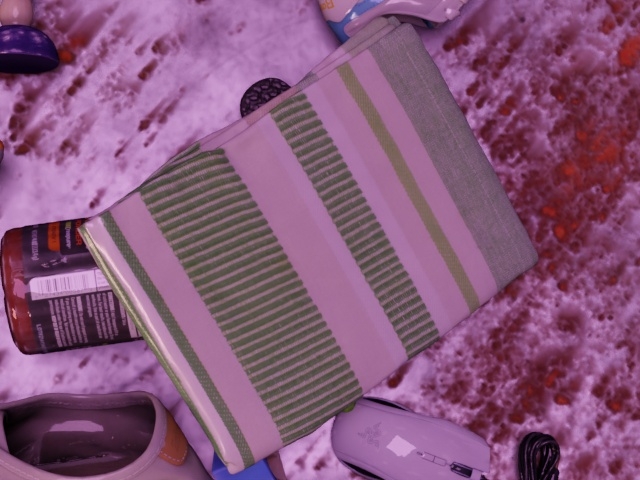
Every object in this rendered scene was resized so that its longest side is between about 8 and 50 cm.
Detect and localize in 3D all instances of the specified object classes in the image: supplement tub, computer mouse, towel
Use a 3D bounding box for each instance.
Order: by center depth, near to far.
[{"bbox_3d":[0.000,0.000,1.145,0.325,0.038,0.248,-36,104,-23],"label":"towel"},{"bbox_3d":[-0.150,0.028,1.166,0.198,0.106,0.106,-8,84,-6],"label":"supplement tub"},{"bbox_3d":[0.101,0.185,1.191,0.193,0.042,0.106,19,83,-1],"label":"computer mouse"}]

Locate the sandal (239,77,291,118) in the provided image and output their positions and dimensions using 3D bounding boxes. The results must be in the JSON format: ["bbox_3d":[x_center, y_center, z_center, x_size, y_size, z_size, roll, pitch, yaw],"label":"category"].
[{"bbox_3d":[0.001,-0.062,1.222,0.067,0.040,0.179,-37,76,-11],"label":"sandal"}]

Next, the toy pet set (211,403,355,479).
[{"bbox_3d":[-0.026,0.162,1.162,0.114,0.065,0.122,-23,66,10],"label":"toy pet set"}]

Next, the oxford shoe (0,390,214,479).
[{"bbox_3d":[-0.304,0.195,1.097,0.449,0.169,0.130,-9,119,-10],"label":"oxford shoe"}]

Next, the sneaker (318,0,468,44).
[{"bbox_3d":[0.108,-0.232,1.228,0.229,0.087,0.092,-20,94,0],"label":"sneaker"}]

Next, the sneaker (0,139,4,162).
[{"bbox_3d":[-0.346,0.017,1.171,0.262,0.099,0.121,-38,94,1],"label":"sneaker"}]

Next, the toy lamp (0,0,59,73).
[{"bbox_3d":[-0.250,-0.281,1.212,0.080,0.080,0.274,-2,83,-3],"label":"toy lamp"}]
